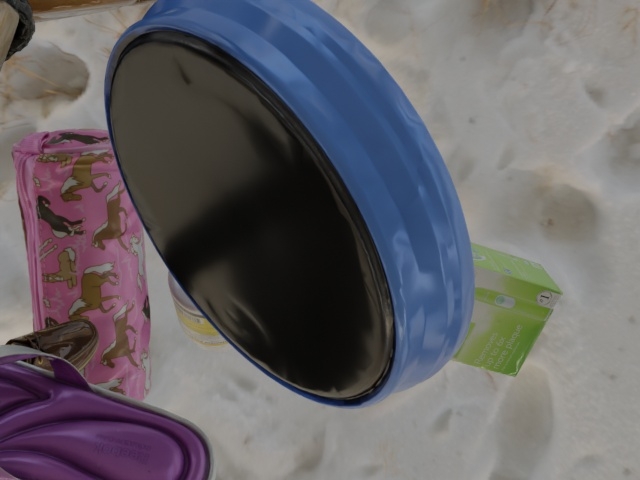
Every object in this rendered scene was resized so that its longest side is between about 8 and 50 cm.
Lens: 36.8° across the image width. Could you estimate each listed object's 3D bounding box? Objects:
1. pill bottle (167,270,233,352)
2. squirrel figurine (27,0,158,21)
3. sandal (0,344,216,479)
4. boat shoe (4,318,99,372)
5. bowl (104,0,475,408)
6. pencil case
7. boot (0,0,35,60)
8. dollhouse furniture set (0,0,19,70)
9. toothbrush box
[{"bbox_3d":[-0.161,0.089,1.445,0.119,0.208,0.119,1,65,-2],"label":"pill bottle"},{"bbox_3d":[-0.337,-0.525,1.396,0.397,0.281,0.371,-12,103,-16],"label":"squirrel figurine"},{"bbox_3d":[-0.295,0.163,0.910,0.416,0.169,0.102,13,137,-15],"label":"sandal"},{"bbox_3d":[-0.321,0.135,1.066,0.178,0.060,0.064,-28,69,-34],"label":"boat shoe"},{"bbox_3d":[-0.046,-0.027,0.812,0.077,0.391,0.391,-35,97,-30],"label":"bowl"},{"bbox_3d":[-0.312,0.039,1.271,0.160,0.167,0.386,0,105,0],"label":"pencil case"},{"bbox_3d":[-0.320,-0.309,0.938,0.348,0.131,0.260,-30,58,-6],"label":"boot"},{"bbox_3d":[-0.332,-0.257,0.611,0.394,0.257,0.362,-17,140,31],"label":"dollhouse furniture set"},{"bbox_3d":[0.286,0.121,1.856,0.283,0.122,0.206,18,112,-18],"label":"toothbrush box"}]
